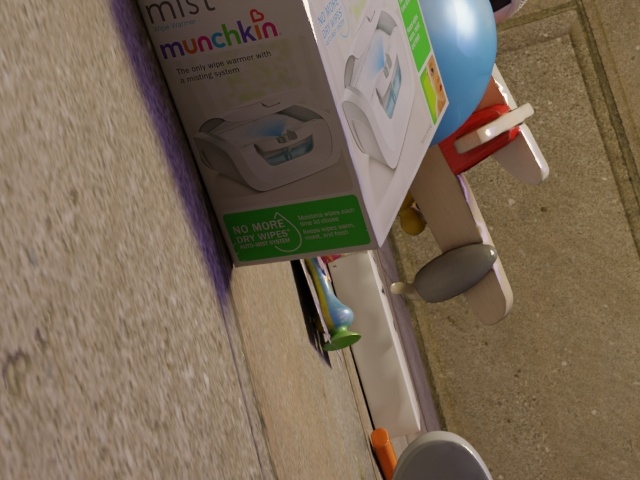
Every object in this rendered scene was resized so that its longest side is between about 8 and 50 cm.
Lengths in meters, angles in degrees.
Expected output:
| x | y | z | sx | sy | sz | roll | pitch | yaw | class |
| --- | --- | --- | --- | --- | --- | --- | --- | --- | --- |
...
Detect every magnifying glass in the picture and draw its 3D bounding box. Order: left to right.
| x | y | z | sx | sy | sz | roll | pitch | yaw | class |
| --- | --- | --- | --- | --- | --- | --- | --- | --- | --- |
| 0.099 | 0.313 | 1.710 | 0.092 | 0.026 | 0.231 | -101 | 172 | -45 | magnifying glass |

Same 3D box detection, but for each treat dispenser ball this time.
| x | y | z | sx | sy | sz | roll | pitch | yaw | class |
| --- | --- | --- | --- | --- | --- | --- | --- | --- | --- |
| 0.077 | -0.247 | 1.714 | 0.288 | 0.288 | 0.288 | -16 | 90 | -85 | treat dispenser ball |

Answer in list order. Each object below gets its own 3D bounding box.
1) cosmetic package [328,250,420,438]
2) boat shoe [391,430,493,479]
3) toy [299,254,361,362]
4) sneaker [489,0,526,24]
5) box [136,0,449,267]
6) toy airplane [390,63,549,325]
| x | y | z | sx | sy | sz | roll | pitch | yaw | class |
| --- | --- | --- | --- | --- | --- | --- | --- | --- | --- |
| 0.072 | 0.132 | 1.763 | 0.099 | 0.060 | 0.239 | -20 | 94 | -84 | cosmetic package |
| 0.155 | 0.374 | 1.521 | 0.156 | 0.136 | 0.367 | -76 | 152 | -79 | boat shoe |
| 0.000 | 0.000 | 1.435 | 0.137 | 0.056 | 0.237 | 63 | 12 | -70 | toy |
| 0.161 | -0.358 | 1.845 | 0.153 | 0.269 | 0.101 | 31 | 65 | -35 | sneaker |
| -0.012 | -0.146 | 1.044 | 0.262 | 0.127 | 0.231 | -60 | 138 | -57 | box |
| 0.132 | -0.101 | 1.954 | 0.386 | 0.272 | 0.384 | 40 | -35 | 37 | toy airplane |
